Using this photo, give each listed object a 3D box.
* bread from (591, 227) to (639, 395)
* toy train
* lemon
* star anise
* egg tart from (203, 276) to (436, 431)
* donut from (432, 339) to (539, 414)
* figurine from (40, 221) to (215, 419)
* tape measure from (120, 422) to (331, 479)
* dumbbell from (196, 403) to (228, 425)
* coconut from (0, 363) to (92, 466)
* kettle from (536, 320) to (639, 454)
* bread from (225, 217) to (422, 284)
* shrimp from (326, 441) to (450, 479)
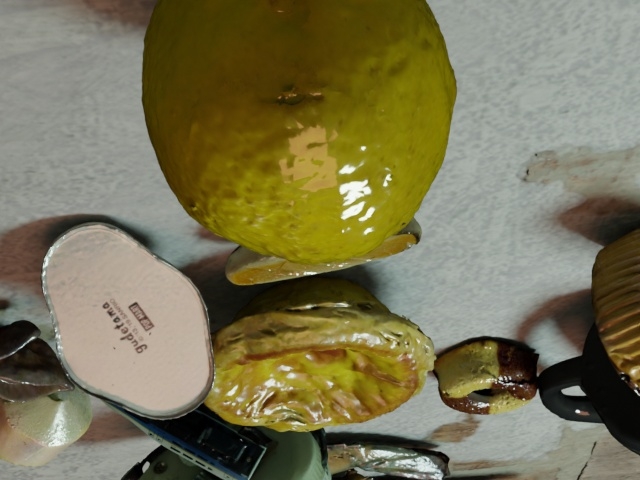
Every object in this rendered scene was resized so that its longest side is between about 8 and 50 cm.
[{"bbox_3d":[0.387,0.078,1.967,0.199,0.199,0.104,21,138,-40],"label":"bread"},{"bbox_3d":[-0.181,0.221,2.156,0.234,0.052,0.051,28,148,3],"label":"toy train"},{"bbox_3d":[-0.021,-0.124,1.459,0.268,0.268,0.322,-9,134,4],"label":"lemon"},{"bbox_3d":[-0.424,0.138,1.988,0.257,0.110,0.198,-20,127,-8],"label":"star anise"},{"bbox_3d":[-0.010,0.123,2.049,0.294,0.116,0.295,-3,151,-2],"label":"egg tart"},{"bbox_3d":[0.211,0.175,2.249,0.140,0.059,0.140,-3,153,-2],"label":"donut"},{"bbox_3d":[-0.215,0.066,1.947,0.166,0.141,0.250,-23,115,-1],"label":"figurine"},{"bbox_3d":[-0.112,0.287,2.258,0.235,0.207,0.115,23,157,31],"label":"tape measure"},{"bbox_3d":[-0.131,0.191,2.188,0.069,0.069,0.147,4,149,-20],"label":"dumbbell"},{"bbox_3d":[-0.337,0.201,2.115,0.116,0.116,0.122,13,148,-32],"label":"coconut"},{"bbox_3d":[0.420,0.196,2.184,0.250,0.207,0.271,-34,156,4],"label":"kettle"},{"bbox_3d":[0.001,0.000,1.892,0.214,0.053,0.073,-11,155,2],"label":"bread"},{"bbox_3d":[0.105,0.353,2.532,0.445,0.085,0.272,4,144,-11],"label":"shrimp"}]
